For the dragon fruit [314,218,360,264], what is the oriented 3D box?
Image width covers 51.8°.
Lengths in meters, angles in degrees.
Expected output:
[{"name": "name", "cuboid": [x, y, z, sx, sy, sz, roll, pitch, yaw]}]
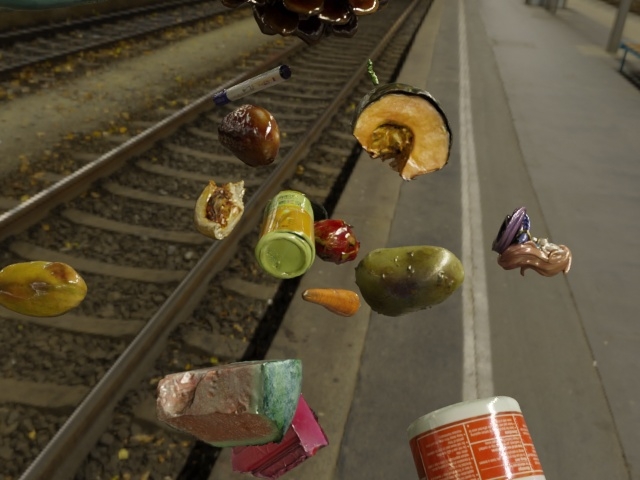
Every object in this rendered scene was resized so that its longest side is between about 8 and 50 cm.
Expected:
[{"name": "dragon fruit", "cuboid": [0.000, 0.000, 1.832, 0.246, 0.125, 0.125, 5, -7, -24]}]

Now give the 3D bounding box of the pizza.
[{"name": "pizza", "cuboid": [-0.242, -0.080, 1.565, 0.134, 0.056, 0.271, -29, 30, 18]}]

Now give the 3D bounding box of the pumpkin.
[{"name": "pumpkin", "cuboid": [0.244, -0.331, 1.954, 0.303, 0.256, 0.225, 43, 6, -13]}]

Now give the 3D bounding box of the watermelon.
[{"name": "watermelon", "cuboid": [-0.145, 0.265, 1.060, 0.226, 0.148, 0.318, 2, -13, -18]}]

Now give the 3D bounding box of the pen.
[{"name": "pen", "cuboid": [-0.145, -0.316, 1.359, 0.033, 0.033, 0.269, -15, 8, -37]}]

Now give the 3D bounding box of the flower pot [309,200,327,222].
[{"name": "flower pot", "cuboid": [-0.047, -0.035, 2.070, 0.158, 0.106, 0.157, -6, 56, 9]}]

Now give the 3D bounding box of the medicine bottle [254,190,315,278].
[{"name": "medicine bottle", "cuboid": [-0.072, -0.023, 1.442, 0.124, 0.124, 0.239, 4, 28, -3]}]

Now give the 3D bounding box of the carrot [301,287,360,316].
[{"name": "carrot", "cuboid": [0.016, 0.128, 1.420, 0.061, 0.061, 0.257, 22, 2, 32]}]

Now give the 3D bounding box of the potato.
[{"name": "potato", "cuboid": [0.251, 0.111, 1.864, 0.308, 0.210, 0.173, -12, 15, 19]}]

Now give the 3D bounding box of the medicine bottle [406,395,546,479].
[{"name": "medicine bottle", "cuboid": [0.331, 0.479, 1.393, 0.253, 0.252, 0.240, -3, 60, -18]}]

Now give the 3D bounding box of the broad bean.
[{"name": "broad bean", "cuboid": [-0.128, -0.193, 1.217, 0.085, 0.114, 0.165, -24, 37, -25]}]

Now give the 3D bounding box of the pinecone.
[{"name": "pinecone", "cuboid": [-0.024, -0.576, 1.194, 0.398, 0.397, 0.397, 5, 25, -2]}]

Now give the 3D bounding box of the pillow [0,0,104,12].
[{"name": "pillow", "cuboid": [-0.464, -0.413, 1.080, 0.214, 0.086, 0.233, -11, 18, -43]}]

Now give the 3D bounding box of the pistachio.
[{"name": "pistachio", "cuboid": [-0.543, 0.098, 1.291, 0.190, 0.110, 0.100, -1, 15, 2]}]

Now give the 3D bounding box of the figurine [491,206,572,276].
[{"name": "figurine", "cuboid": [0.401, 0.021, 1.270, 0.157, 0.114, 0.126, 44, -5, 3]}]

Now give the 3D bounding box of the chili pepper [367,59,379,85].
[{"name": "chili pepper", "cuboid": [0.160, -0.518, 2.040, 0.022, 0.083, 0.027, -18, 8, 13]}]

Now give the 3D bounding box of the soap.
[{"name": "soap", "cuboid": [-0.119, 0.480, 1.577, 0.099, 0.250, 0.162, -13, 67, -56]}]
